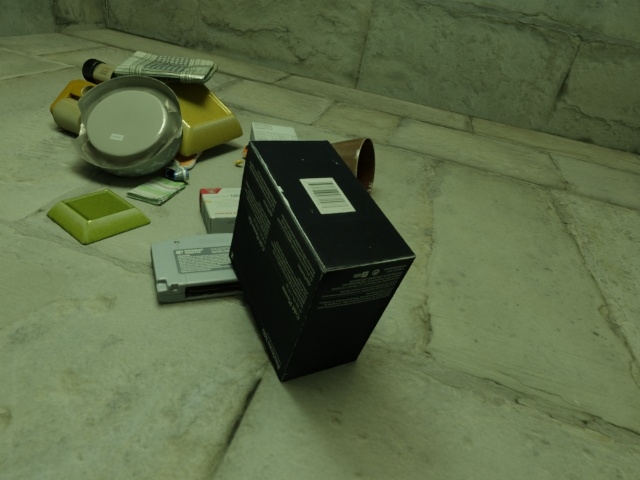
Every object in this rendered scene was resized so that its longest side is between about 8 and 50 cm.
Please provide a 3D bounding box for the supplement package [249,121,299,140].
[{"bbox_3d":[-0.158,-0.260,1.445,0.149,0.194,0.203,3,32,-15],"label":"supplement package"}]

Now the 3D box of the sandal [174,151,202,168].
[{"bbox_3d":[-0.481,-0.338,1.581,0.102,0.076,0.265,4,32,-12],"label":"sandal"}]

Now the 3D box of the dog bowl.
[{"bbox_3d":[-0.604,-0.356,1.393,0.348,0.102,0.349,0,68,0],"label":"dog bowl"}]

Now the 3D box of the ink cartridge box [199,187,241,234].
[{"bbox_3d":[-0.264,-0.079,1.231,0.127,0.072,0.175,-3,34,-23],"label":"ink cartridge box"}]

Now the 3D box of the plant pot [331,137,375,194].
[{"bbox_3d":[0.051,-0.251,1.523,0.230,0.215,0.215,7,28,22],"label":"plant pot"}]

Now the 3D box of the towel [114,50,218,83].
[{"bbox_3d":[-0.557,-0.648,1.624,0.312,0.056,0.324,3,30,-6],"label":"towel"}]

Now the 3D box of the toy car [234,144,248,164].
[{"bbox_3d":[-0.296,-0.322,1.642,0.040,0.060,0.122,-12,14,25],"label":"toy car"}]

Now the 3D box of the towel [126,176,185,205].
[{"bbox_3d":[-0.499,-0.158,1.333,0.113,0.023,0.152,17,31,8],"label":"towel"}]

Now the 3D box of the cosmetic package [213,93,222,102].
[{"bbox_3d":[-0.550,-0.511,1.774,0.129,0.153,0.296,27,33,25],"label":"cosmetic package"}]

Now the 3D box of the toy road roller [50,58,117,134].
[{"bbox_3d":[-0.822,-0.507,1.681,0.202,0.241,0.330,23,70,18],"label":"toy road roller"}]

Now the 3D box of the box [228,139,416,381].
[{"bbox_3d":[-0.030,0.028,0.847,0.179,0.313,0.343,-7,48,-29],"label":"box"}]

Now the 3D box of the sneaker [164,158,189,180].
[{"bbox_3d":[-0.484,-0.231,1.423,0.058,0.052,0.135,-21,36,-38],"label":"sneaker"}]

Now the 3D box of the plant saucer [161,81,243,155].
[{"bbox_3d":[-0.483,-0.488,1.604,0.333,0.081,0.332,45,41,4],"label":"plant saucer"}]

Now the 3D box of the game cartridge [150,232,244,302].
[{"bbox_3d":[-0.243,0.054,1.043,0.297,0.062,0.198,-4,30,-24],"label":"game cartridge"}]

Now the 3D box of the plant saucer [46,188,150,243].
[{"bbox_3d":[-0.583,-0.076,1.150,0.188,0.045,0.188,29,35,26],"label":"plant saucer"}]
